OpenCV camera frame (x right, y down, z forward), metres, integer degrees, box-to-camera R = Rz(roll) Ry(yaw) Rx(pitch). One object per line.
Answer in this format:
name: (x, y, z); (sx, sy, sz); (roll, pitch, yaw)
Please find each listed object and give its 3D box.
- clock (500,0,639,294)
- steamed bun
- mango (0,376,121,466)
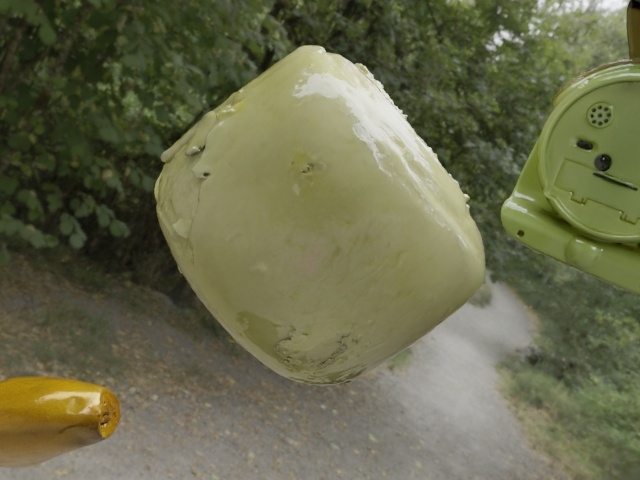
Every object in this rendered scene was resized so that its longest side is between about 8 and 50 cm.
clock: (0.267, -0.081, 0.558); (0.170, 0.232, 0.069); (27, 26, 28)
steamed bun: (0.000, 0.000, 0.534); (0.273, 0.232, 0.166); (55, 5, -12)
mango: (-0.490, 0.304, 1.103); (0.359, 0.144, 0.187); (-20, -27, 36)
